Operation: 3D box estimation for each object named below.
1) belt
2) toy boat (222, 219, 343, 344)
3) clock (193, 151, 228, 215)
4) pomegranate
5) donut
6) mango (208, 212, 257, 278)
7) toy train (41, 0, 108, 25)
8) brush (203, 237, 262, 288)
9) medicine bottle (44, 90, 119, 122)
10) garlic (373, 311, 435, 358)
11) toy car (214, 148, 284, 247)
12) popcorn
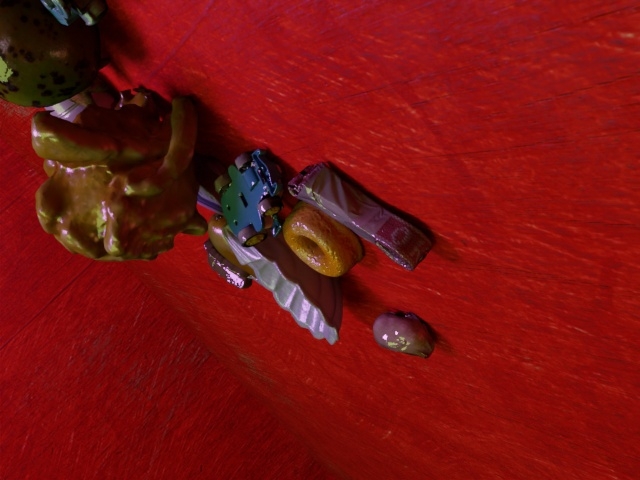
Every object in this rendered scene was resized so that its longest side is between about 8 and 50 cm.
[{"bbox_3d":[0.050,-0.040,1.123,0.232,0.053,0.071,34,168,27],"label":"belt"},{"bbox_3d":[-0.052,0.059,1.490,0.290,0.100,0.199,45,162,-10],"label":"toy boat"},{"bbox_3d":[-0.213,-0.108,1.532,0.152,0.050,0.110,24,154,47],"label":"clock"},{"bbox_3d":[-0.437,-0.312,1.349,0.231,0.231,0.285,27,-174,41],"label":"pomegranate"},{"bbox_3d":[0.000,0.000,1.317,0.152,0.058,0.152,37,159,16],"label":"donut"},{"bbox_3d":[-0.137,0.013,1.607,0.191,0.086,0.122,37,156,-12],"label":"mango"},{"bbox_3d":[-0.377,-0.394,1.153,0.198,0.107,0.154,54,167,-31],"label":"toy train"},{"bbox_3d":[-0.134,0.085,1.798,0.301,0.071,0.084,29,155,23],"label":"brush"},{"bbox_3d":[-0.419,-0.200,1.635,0.250,0.131,0.131,51,161,-23],"label":"medicine bottle"},{"bbox_3d":[0.126,0.158,1.385,0.152,0.066,0.084,20,153,46],"label":"garlic"},{"bbox_3d":[-0.090,-0.078,1.320,0.161,0.098,0.126,-48,64,44],"label":"toy car"},{"bbox_3d":[-0.313,-0.105,1.367,0.290,0.325,0.321,59,-166,-6],"label":"popcorn"}]
